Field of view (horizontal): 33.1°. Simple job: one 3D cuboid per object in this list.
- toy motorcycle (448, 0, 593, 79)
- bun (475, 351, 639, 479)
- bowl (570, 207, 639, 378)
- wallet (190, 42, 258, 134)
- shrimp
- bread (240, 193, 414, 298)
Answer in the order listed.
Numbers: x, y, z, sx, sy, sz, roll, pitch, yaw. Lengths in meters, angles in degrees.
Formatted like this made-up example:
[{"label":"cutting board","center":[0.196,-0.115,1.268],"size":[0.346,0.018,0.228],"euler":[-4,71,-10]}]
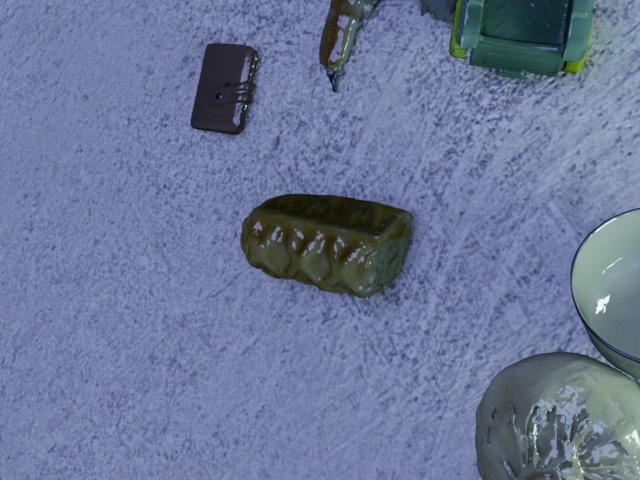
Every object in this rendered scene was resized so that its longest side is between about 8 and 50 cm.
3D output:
[{"label":"toy motorcycle","center":[0.295,-0.403,1.501],"size":[0.191,0.200,0.327],"euler":[8,79,6]},{"label":"bun","center":[0.313,0.285,1.379],"size":[0.287,0.146,0.287],"euler":[16,117,35]},{"label":"bowl","center":[0.437,0.082,1.374],"size":[0.237,0.126,0.238],"euler":[-5,57,8]},{"label":"wallet","center":[-0.165,-0.259,1.837],"size":[0.118,0.038,0.153],"euler":[9,85,32]},{"label":"shrimp","center":[0.100,-0.378,1.692],"size":[0.287,0.068,0.185],"euler":[-26,72,24]},{"label":"bread","center":[0.000,0.000,1.655],"size":[0.267,0.130,0.152],"euler":[12,51,30]}]
